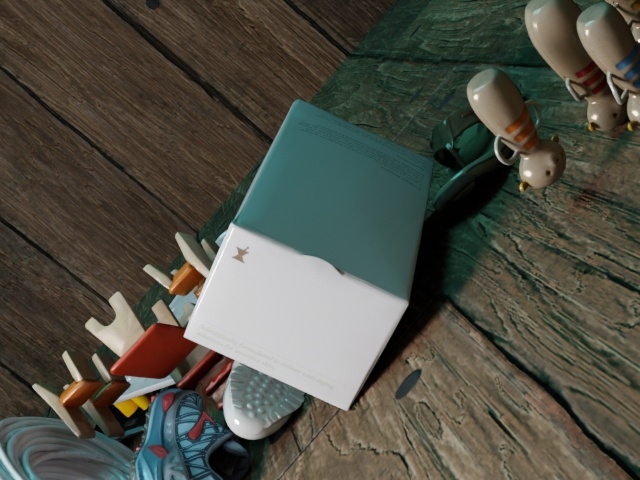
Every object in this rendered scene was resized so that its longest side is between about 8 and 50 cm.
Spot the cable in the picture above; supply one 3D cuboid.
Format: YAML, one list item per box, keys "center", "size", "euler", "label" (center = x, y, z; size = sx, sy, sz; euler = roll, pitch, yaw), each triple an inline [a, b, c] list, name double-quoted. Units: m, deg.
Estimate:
- center: [-0.288, 0.302, 1.527]
  size: [0.257, 0.257, 0.089]
  euler: [-1, -61, -63]
  label: "cable"

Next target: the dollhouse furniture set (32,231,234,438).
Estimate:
- center: [-0.178, 0.141, 1.637]
  size: [0.262, 0.135, 0.259]
  euler: [-46, -18, 8]
  label: "dollhouse furniture set"

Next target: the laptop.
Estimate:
- center: [-0.291, 0.314, 2.144]
  size: [0.264, 0.136, 0.234]
  euler: [-19, 21, 16]
  label: "laptop"

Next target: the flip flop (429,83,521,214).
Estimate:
- center: [0.173, -0.124, 1.555]
  size: [0.112, 0.080, 0.277]
  euler: [-42, 13, 36]
  label: "flip flop"

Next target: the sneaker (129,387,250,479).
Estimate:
- center: [-0.141, 0.253, 1.503]
  size: [0.262, 0.125, 0.104]
  euler: [-87, -2, -69]
  label: "sneaker"

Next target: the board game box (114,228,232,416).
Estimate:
- center: [-0.125, 0.086, 2.011]
  size: [0.390, 0.050, 0.390]
  euler: [-23, 27, 50]
  label: "board game box"

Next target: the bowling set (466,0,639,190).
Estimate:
- center: [0.284, -0.167, 1.175]
  size: [0.200, 0.154, 0.287]
  euler: [1, 48, 53]
  label: "bowling set"

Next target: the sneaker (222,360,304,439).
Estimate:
- center: [-0.077, 0.188, 1.540]
  size: [0.095, 0.090, 0.235]
  euler: [-60, 4, 14]
  label: "sneaker"

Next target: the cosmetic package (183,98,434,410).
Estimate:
- center: [0.000, 0.000, 1.456]
  size: [0.365, 0.197, 0.155]
  euler: [-68, 4, -62]
  label: "cosmetic package"
